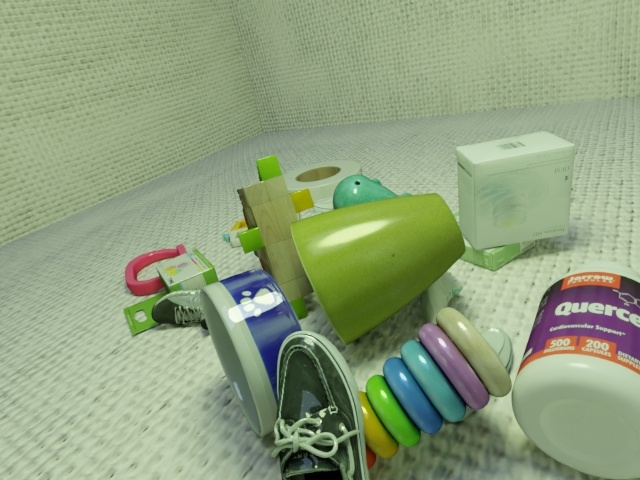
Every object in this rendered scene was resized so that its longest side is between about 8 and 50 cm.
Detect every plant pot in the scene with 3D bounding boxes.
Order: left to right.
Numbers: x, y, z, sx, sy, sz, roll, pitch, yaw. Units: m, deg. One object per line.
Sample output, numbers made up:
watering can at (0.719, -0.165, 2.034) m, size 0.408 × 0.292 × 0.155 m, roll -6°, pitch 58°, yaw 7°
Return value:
plant pot at (0.129, 0.025, 0.891) m, size 0.293 × 0.275 × 0.275 m, roll -26°, pitch 23°, yaw 5°

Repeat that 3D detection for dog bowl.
dog bowl at (-0.110, 0.185, 0.749) m, size 0.104 × 0.265 × 0.265 m, roll -21°, pitch 25°, yaw -24°

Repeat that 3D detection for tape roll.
tape roll at (-0.006, -0.264, 1.921) m, size 0.391 × 0.072 × 0.392 m, roll -12°, pitch 24°, yaw 5°

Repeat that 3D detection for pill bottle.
pill bottle at (0.407, 0.160, 0.641) m, size 0.181 × 0.182 × 0.323 m, roll 5°, pitch 30°, yaw 35°

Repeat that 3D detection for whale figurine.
whale figurine at (0.174, -0.139, 1.446) m, size 0.271 × 0.141 × 0.216 m, roll 6°, pitch 53°, yaw 13°

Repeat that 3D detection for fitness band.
fitness band at (-0.537, 0.089, 1.441) m, size 0.208 × 0.054 × 0.291 m, roll -21°, pitch 24°, yaw -17°

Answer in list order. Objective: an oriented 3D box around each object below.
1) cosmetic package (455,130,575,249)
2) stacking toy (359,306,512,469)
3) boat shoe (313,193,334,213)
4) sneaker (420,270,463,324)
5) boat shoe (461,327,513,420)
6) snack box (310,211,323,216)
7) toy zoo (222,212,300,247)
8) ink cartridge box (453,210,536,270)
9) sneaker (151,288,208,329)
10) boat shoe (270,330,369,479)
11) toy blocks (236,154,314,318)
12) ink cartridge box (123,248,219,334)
cosmetic package at (0.458, -0.119, 1.046) m, size 0.223 × 0.225 × 0.138 m, roll -10°, pitch 27°, yaw 3°
stacking toy at (0.093, 0.240, 0.617) m, size 0.330 × 0.141 × 0.141 m, roll -35°, pitch 25°, yaw 2°
boat shoe at (0.089, -0.156, 1.616) m, size 0.257 × 0.084 × 0.095 m, roll -5°, pitch 25°, yaw 18°
sneaker at (0.269, 0.111, 0.962) m, size 0.094 × 0.080 × 0.212 m, roll 3°, pitch 25°, yaw 7°
boat shoe at (0.269, 0.206, 0.741) m, size 0.083 × 0.076 × 0.226 m, roll 7°, pitch 31°, yaw 38°
snack box at (0.000, 0.000, 1.250) m, size 0.037 × 0.141 × 0.100 m, roll -8°, pitch 24°, yaw 13°
toy zoo at (-0.218, -0.045, 1.598) m, size 0.292 × 0.030 × 0.192 m, roll -12°, pitch 24°, yaw 2°
ink cartridge box at (0.419, -0.010, 1.162) m, size 0.171 × 0.056 × 0.235 m, roll -25°, pitch 26°, yaw -25°
sneaker at (-0.316, 0.181, 1.090) m, size 0.228 × 0.086 × 0.132 m, roll -15°, pitch 26°, yaw -6°
boat shoe at (-0.008, 0.256, 0.531) m, size 0.113 × 0.105 × 0.307 m, roll -16°, pitch 65°, yaw 18°
toy blocks at (-0.122, -0.011, 1.131) m, size 0.190 × 0.382 × 0.261 m, roll -20°, pitch 10°, yaw -15°
ink cartridge box at (-0.431, 0.137, 1.227) m, size 0.255 × 0.097 × 0.188 m, roll -24°, pitch 26°, yaw -24°
